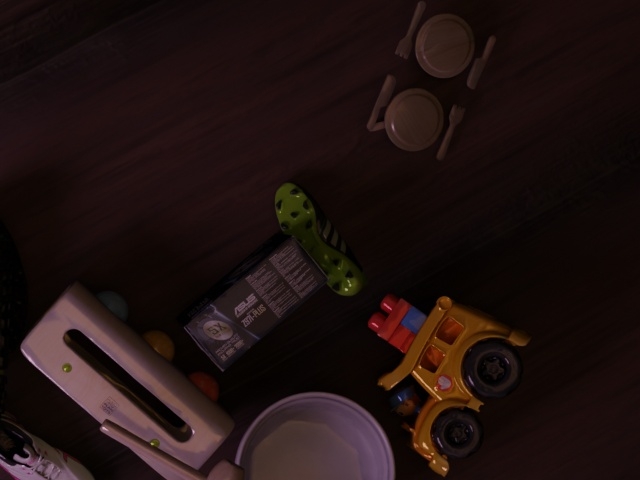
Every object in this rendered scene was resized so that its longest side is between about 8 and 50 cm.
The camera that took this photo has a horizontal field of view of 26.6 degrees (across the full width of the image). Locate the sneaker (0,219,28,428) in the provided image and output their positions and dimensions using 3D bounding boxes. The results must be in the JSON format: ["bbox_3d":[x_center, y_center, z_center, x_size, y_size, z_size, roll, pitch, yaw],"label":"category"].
[{"bbox_3d":[-0.458,0.116,1.670,0.146,0.134,0.343,5,67,10],"label":"sneaker"}]

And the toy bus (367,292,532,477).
[{"bbox_3d":[0.147,0.175,1.806,0.211,0.149,0.220,30,88,4],"label":"toy bus"}]

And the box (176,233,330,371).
[{"bbox_3d":[-0.091,0.076,1.750,0.180,0.147,0.077,-40,98,-6],"label":"box"}]

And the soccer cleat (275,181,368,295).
[{"bbox_3d":[0.000,0.000,1.813,0.060,0.072,0.179,-38,76,16],"label":"soccer cleat"}]

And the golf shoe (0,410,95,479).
[{"bbox_3d":[-0.366,0.288,1.737,0.186,0.086,0.067,36,84,-10],"label":"golf shoe"}]

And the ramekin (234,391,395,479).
[{"bbox_3d":[-0.012,0.305,1.770,0.207,0.109,0.207,2,77,-8],"label":"ramekin"}]

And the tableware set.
[{"bbox_3d":[0.142,-0.216,1.843,0.128,0.039,0.194,22,93,-22],"label":"tableware set"}]

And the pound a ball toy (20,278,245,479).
[{"bbox_3d":[-0.216,0.189,1.699,0.319,0.208,0.135,42,84,-8],"label":"pound a ball toy"}]
